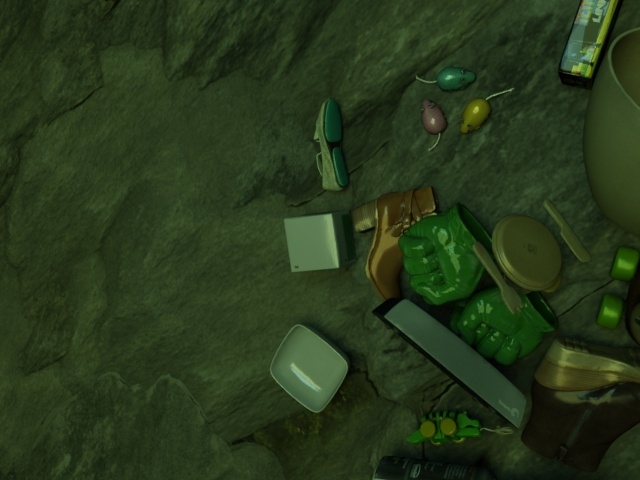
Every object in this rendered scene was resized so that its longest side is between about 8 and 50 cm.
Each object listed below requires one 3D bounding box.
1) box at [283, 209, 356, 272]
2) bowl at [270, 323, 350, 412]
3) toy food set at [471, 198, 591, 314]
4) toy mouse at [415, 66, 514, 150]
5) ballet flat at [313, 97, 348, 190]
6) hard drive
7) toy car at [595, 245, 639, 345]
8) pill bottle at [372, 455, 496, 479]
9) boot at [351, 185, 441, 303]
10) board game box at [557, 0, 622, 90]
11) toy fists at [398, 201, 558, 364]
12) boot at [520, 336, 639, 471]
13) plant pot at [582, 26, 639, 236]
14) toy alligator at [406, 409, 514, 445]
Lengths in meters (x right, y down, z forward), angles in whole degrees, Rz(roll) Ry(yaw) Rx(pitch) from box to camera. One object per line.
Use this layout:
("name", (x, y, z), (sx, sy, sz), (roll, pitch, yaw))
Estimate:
("box", (0.000, 0.000, 1.006), (0.101, 0.087, 0.101), (-6, 94, 27))
("bowl", (-0.016, 0.241, 1.065), (0.142, 0.053, 0.142), (36, 111, 17))
("toy food set", (0.309, 0.023, 0.827), (0.132, 0.192, 0.038), (59, 152, 10))
("toy mouse", (0.206, -0.232, 0.905), (0.143, 0.031, 0.161), (46, 114, 14))
("ballet flat", (0.011, -0.172, 0.998), (0.052, 0.057, 0.168), (-4, 94, 37))
("hard drive", (0.201, 0.183, 0.876), (0.254, 0.172, 0.054), (40, 85, 2))
("toy car", (0.466, 0.095, 0.729), (0.155, 0.188, 0.149), (16, 103, 24))
("pill bottle", (0.219, 0.445, 0.931), (0.245, 0.130, 0.131), (-5, 94, 27))
("boot", (0.149, 0.011, 0.946), (0.152, 0.073, 0.197), (-17, 94, 21))
("board game box", (0.377, -0.302, 0.749), (0.048, 0.141, 0.170), (20, 105, 21))
("toy fists", (0.239, 0.080, 0.870), (0.279, 0.096, 0.142), (47, 121, -6))
("boot", (0.449, 0.266, 0.836), (0.248, 0.090, 0.207), (14, 115, 23))
("plant pot", (0.454, -0.109, 0.692), (0.284, 0.284, 0.191), (36, 145, 18))
("toy alligator", (0.238, 0.319, 0.952), (0.189, 0.056, 0.051), (-18, 48, 27))
